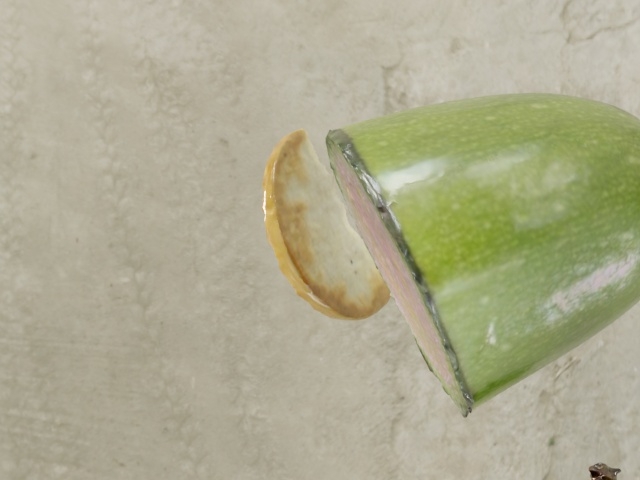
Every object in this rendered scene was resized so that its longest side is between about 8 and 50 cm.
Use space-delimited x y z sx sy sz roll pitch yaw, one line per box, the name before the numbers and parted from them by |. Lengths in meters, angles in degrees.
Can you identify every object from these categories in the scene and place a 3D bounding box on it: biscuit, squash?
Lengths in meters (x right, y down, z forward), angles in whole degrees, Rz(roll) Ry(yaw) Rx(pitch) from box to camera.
biscuit | 0.000 0.000 0.910 0.040 0.204 0.309 -20 110 36
squash | 0.202 -0.034 0.596 0.308 0.310 0.310 -26 75 1

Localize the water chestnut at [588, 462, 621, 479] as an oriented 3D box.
water chestnut | 0.397 0.479 0.891 0.350 0.350 0.302 14 70 25
